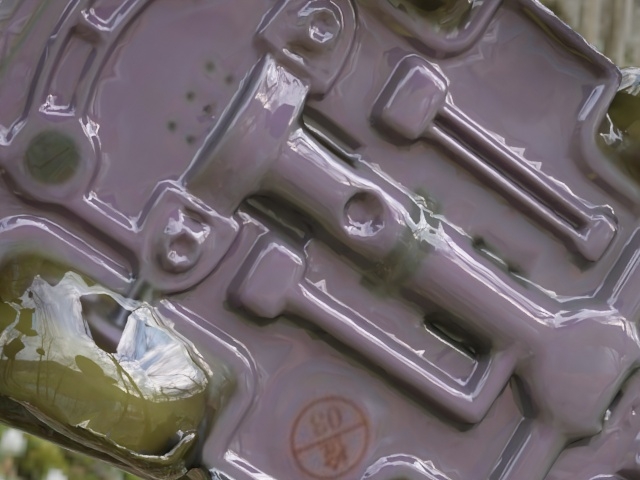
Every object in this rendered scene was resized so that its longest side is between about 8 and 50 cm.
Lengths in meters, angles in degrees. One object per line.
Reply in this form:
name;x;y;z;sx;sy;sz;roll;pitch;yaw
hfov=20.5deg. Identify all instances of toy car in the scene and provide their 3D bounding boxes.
toy car;0.000;0.000;0.680;0.336;0.242;0.226;32;-8;-20
